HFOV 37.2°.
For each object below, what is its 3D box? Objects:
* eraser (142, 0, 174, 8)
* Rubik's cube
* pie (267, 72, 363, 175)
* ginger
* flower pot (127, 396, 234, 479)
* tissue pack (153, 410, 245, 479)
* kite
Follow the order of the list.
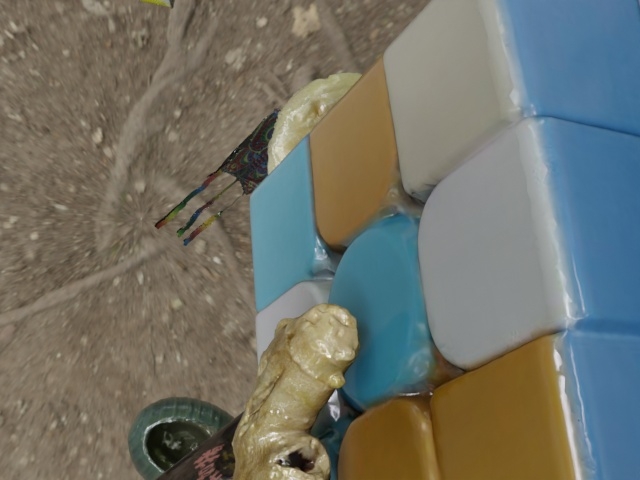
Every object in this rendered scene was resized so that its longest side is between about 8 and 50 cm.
[{"bbox_3d":[-0.242,-0.405,1.188,0.158,0.069,0.226,11,59,-13],"label":"eraser"},{"bbox_3d":[0.175,0.065,0.660,0.347,0.346,0.344,6,66,-28],"label":"Rubik's cube"},{"bbox_3d":[0.025,-0.083,1.131,0.185,0.052,0.218,-30,104,-12],"label":"pie"},{"bbox_3d":[-0.041,0.172,0.578,0.075,0.089,0.288,19,91,-53],"label":"ginger"},{"bbox_3d":[-0.245,0.396,1.798,0.243,0.157,0.189,29,76,-10],"label":"flower pot"},{"bbox_3d":[-0.093,0.346,1.399,0.332,0.245,0.123,-38,113,-10],"label":"tissue pack"},{"bbox_3d":[-0.142,-0.097,1.555,0.285,0.152,0.015,-40,56,0],"label":"kite"}]
